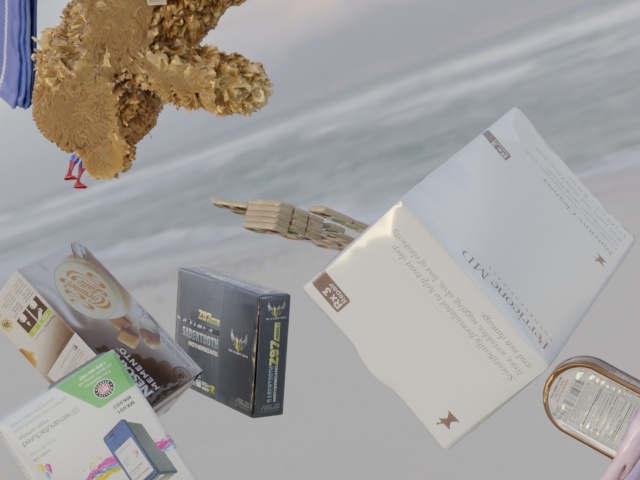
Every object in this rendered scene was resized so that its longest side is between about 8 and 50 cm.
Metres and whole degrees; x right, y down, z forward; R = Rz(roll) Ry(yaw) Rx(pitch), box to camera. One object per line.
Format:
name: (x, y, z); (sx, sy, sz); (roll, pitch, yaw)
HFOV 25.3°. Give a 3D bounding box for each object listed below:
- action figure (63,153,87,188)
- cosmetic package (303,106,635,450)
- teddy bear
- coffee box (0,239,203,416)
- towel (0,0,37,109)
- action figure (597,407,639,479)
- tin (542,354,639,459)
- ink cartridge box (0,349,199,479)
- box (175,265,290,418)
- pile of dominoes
action figure: (-0.280, -0.121, 1.730); (0.030, 0.115, 0.038); (-3, -26, 31)
cosmetic package: (0.167, 0.024, 1.474); (0.156, 0.217, 0.385); (-43, -1, 29)
teddy bear: (-0.123, -0.208, 1.141); (0.245, 0.338, 0.113); (26, 31, 22)
coffee box: (-0.293, 0.133, 1.849); (0.098, 0.246, 0.141); (-48, -8, 32)
towel: (-0.495, -0.339, 1.873); (0.040, 0.336, 0.243); (-37, -29, -39)
action figure: (0.364, 0.220, 1.330); (0.248, 0.275, 0.370); (-61, 0, 25)
tin: (0.374, 0.223, 1.823); (0.189, 0.106, 0.040); (28, 20, 17)
ink cartridge box: (-0.244, 0.251, 1.597); (0.154, 0.212, 0.093); (-33, 4, -18)
box: (-0.136, 0.147, 2.122); (0.059, 0.183, 0.232); (-2, 12, -37)
pile of dominoes: (0.000, 0.000, 1.838); (0.196, 0.040, 0.251); (4, -13, 43)
